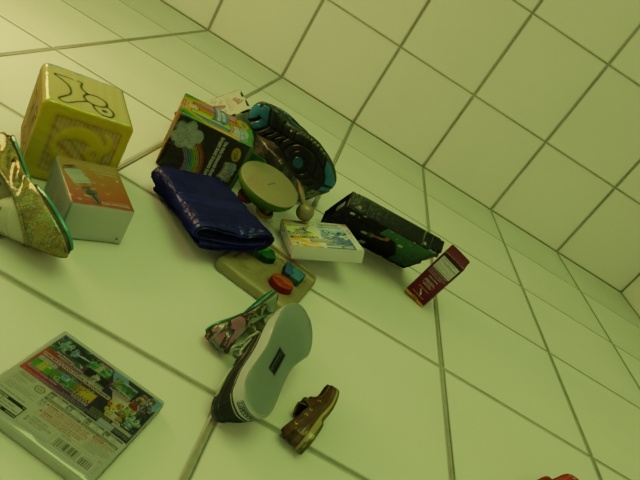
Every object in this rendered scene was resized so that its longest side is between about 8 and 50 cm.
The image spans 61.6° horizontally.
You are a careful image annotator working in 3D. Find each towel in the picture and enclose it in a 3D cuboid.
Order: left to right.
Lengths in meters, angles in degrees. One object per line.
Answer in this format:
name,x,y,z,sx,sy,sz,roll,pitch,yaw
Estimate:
towel,-0.280,-0.073,1.348,0.227,0.076,0.308,10,27,-44

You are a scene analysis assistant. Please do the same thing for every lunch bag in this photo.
lunch bag,-0.107,-0.256,1.813,0.287,0.169,0.235,0,42,-44

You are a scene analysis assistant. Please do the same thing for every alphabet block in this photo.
alphabet block,-0.560,-0.254,1.225,0.192,0.193,0.197,13,31,-35

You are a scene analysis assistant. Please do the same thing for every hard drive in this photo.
hard drive,0.191,-0.027,1.709,0.339,0.237,0.064,28,70,-12

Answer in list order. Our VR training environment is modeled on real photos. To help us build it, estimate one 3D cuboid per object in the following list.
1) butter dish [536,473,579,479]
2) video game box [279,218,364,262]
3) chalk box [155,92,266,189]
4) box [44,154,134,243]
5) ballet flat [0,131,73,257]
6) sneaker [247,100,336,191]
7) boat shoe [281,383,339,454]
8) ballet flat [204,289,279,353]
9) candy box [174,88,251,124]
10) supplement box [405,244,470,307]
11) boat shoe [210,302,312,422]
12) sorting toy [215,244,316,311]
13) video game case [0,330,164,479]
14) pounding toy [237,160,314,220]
butter dish,0.546,0.567,1.156,0.160,0.118,0.160,7,35,-46
video game box,0.000,0.000,1.519,0.205,0.048,0.187,4,21,-18
chalk box,-0.306,-0.269,1.584,0.289,0.180,0.179,25,26,-22
box,-0.486,-0.085,1.127,0.130,0.091,0.170,9,34,-43
ballet flat,-0.577,-0.077,0.999,0.123,0.123,0.348,-1,42,-51
sneaker,-0.062,-0.293,1.627,0.341,0.125,0.139,49,24,5
boat shoe,-0.016,0.316,0.995,0.060,0.064,0.178,39,27,6
ballet flat,-0.146,0.173,1.106,0.079,0.077,0.221,56,32,4
candy box,-0.340,-0.390,1.730,0.233,0.071,0.159,-22,43,-6
supplement box,0.367,0.111,1.684,0.081,0.188,0.104,47,26,10
boat shoe,-0.105,0.225,1.004,0.113,0.105,0.306,58,28,-19
sorting toy,-0.163,0.045,1.341,0.307,0.041,0.229,36,24,5
video game case,-0.357,0.236,0.777,0.201,0.023,0.183,34,24,4
pounding toy,-0.149,-0.122,1.546,0.237,0.110,0.183,12,42,-38
